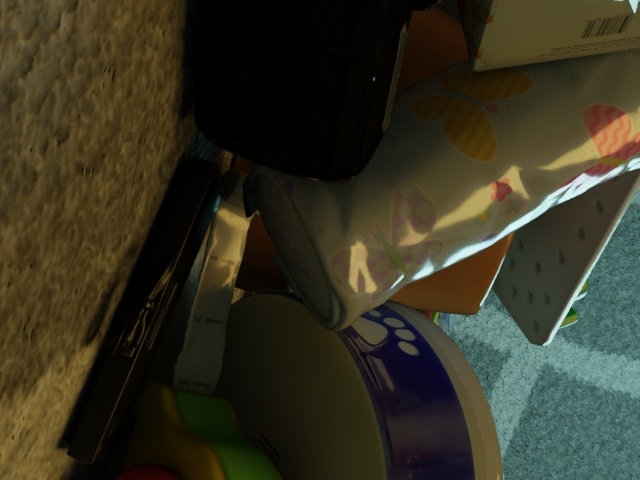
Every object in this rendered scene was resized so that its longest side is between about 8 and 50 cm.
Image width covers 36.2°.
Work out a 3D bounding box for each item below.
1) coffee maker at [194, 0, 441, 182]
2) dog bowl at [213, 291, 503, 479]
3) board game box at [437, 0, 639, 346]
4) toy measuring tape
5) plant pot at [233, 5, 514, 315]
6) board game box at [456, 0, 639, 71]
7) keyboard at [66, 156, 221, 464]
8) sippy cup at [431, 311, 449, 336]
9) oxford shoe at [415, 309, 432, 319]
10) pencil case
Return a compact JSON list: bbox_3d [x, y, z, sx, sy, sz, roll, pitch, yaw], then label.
[{"bbox_3d":[-0.014,-0.119,0.485,0.171,0.120,0.178,-37,154,-32],"label":"coffee maker"},{"bbox_3d":[-0.005,0.169,0.694,0.104,0.265,0.264,8,107,-39],"label":"dog bowl"},{"bbox_3d":[0.175,-0.160,0.915,0.050,0.390,0.390,-16,145,-22],"label":"board game box"},{"bbox_3d":[-0.058,0.117,0.610,0.121,0.122,0.330,68,36,-80],"label":"toy measuring tape"},{"bbox_3d":[0.065,-0.064,0.801,0.291,0.204,0.290,21,90,-84],"label":"plant pot"},{"bbox_3d":[0.136,-0.258,0.552,0.142,0.144,0.275,87,-7,-72],"label":"board game box"},{"bbox_3d":[-0.101,0.039,0.564,0.108,0.023,0.180,109,2,-81],"label":"keyboard"},{"bbox_3d":[0.081,0.079,1.348,0.240,0.306,0.224,18,79,-49],"label":"sippy cup"},{"bbox_3d":[0.038,0.100,1.034,0.123,0.130,0.348,133,-39,-55],"label":"oxford shoe"},{"bbox_3d":[0.093,-0.047,0.617,0.273,0.113,0.124,-27,146,-12],"label":"pencil case"}]
